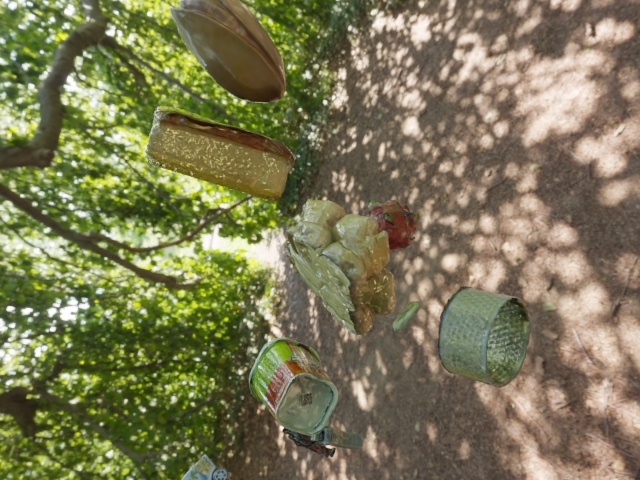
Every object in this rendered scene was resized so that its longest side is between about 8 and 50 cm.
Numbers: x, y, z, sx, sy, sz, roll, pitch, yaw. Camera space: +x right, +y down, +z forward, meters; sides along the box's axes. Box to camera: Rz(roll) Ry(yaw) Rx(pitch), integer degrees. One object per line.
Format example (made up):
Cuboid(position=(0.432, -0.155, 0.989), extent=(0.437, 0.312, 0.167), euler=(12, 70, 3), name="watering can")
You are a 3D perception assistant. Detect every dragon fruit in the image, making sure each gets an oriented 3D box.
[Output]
Cuboid(position=(0.162, -0.027, 1.161), extent=(0.135, 0.235, 0.137), euler=(20, 117, 37), name="dragon fruit")

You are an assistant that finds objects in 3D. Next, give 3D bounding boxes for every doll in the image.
Cuboid(position=(-0.053, 0.877, 2.000), extent=(0.127, 0.248, 0.088), euler=(-60, 2, 34), name="doll")

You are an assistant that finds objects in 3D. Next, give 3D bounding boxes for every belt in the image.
Cuboid(position=(0.072, 0.796, 1.830), extent=(0.087, 0.302, 0.072), euler=(-6, 61, 39), name="belt")

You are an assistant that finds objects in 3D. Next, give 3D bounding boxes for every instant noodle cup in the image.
Cuboid(position=(-0.090, 0.533, 1.650), extent=(0.308, 0.293, 0.294), euler=(15, 89, 69), name="instant noodle cup")

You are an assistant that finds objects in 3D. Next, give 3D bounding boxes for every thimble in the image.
Cuboid(position=(0.470, 0.273, 1.297), extent=(0.150, 0.270, 0.271), euler=(7, 81, 48), name="thimble")

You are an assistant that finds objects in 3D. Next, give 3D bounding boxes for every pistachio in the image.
Cuboid(position=(-0.189, -0.425, 1.004), extent=(0.162, 0.293, 0.181), euler=(-50, 31, -12), name="pistachio")

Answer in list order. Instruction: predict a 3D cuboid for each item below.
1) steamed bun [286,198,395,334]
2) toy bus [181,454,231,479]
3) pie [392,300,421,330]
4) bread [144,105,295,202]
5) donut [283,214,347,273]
Cuboid(position=(0.033, 0.025, 0.640), extent=(0.192, 0.106, 0.178), euler=(39, 157, 39), name="steamed bun")
Cuboid(position=(-0.286, 0.823, 1.387), extent=(0.136, 0.329, 0.109), euler=(-38, -28, -29), name="toy bus")
Cuboid(position=(0.410, 0.359, 2.174), extent=(0.187, 0.041, 0.187), euler=(-49, -2, -2), name="pie")
Cuboid(position=(-0.249, -0.221, 1.129), extent=(0.323, 0.332, 0.143), euler=(-139, 66, -67), name="bread")
Cuboid(position=(0.000, 0.000, 1.325), extent=(0.226, 0.114, 0.226), euler=(-34, 4, 3), name="donut")
